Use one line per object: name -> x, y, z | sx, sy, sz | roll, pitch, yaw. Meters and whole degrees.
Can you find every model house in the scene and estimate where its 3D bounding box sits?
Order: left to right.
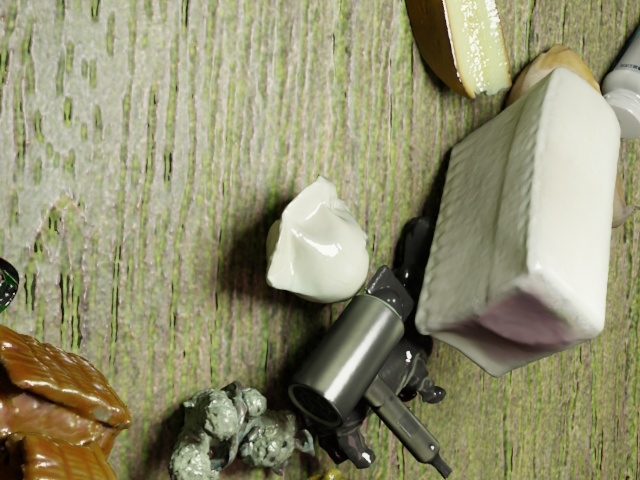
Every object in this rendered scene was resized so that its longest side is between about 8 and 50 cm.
model house -> -0.297, 0.208, 1.089 | 0.229, 0.199, 0.220 | -26, 119, -27

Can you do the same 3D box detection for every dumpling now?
dumpling -> 0.000, 0.000, 1.317 | 0.229, 0.124, 0.151 | 21, 75, -67

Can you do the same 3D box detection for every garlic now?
garlic -> 0.391, -0.114, 1.583 | 0.338, 0.151, 0.196 | 56, 50, -25

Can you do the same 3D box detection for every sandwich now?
sandwich -> 0.175, -0.312, 1.440 | 0.094, 0.096, 0.258 | -22, 107, -25

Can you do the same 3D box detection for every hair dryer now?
hair dryer -> 0.095, 0.182, 1.302 | 0.248, 0.078, 0.196 | 51, 59, -21

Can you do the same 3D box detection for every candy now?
candy -> 0.255, -0.024, 1.353 | 0.145, 0.208, 0.359 | 34, 48, -19

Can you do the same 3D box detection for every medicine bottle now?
medicine bottle -> 0.499, -0.250, 1.661 | 0.107, 0.107, 0.191 | 47, 67, -28

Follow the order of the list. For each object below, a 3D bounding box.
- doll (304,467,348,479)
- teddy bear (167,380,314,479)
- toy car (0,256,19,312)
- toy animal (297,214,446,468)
doll -> -0.037, 0.373, 1.343 | 0.209, 0.097, 0.137 | -50, 156, -14
teddy bear -> -0.106, 0.225, 1.282 | 0.133, 0.111, 0.213 | -52, 149, 12
toy car -> -0.368, 0.020, 1.103 | 0.142, 0.055, 0.069 | 47, 64, -29
toy animal -> 0.095, 0.132, 1.408 | 0.168, 0.106, 0.343 | 47, 61, -19
